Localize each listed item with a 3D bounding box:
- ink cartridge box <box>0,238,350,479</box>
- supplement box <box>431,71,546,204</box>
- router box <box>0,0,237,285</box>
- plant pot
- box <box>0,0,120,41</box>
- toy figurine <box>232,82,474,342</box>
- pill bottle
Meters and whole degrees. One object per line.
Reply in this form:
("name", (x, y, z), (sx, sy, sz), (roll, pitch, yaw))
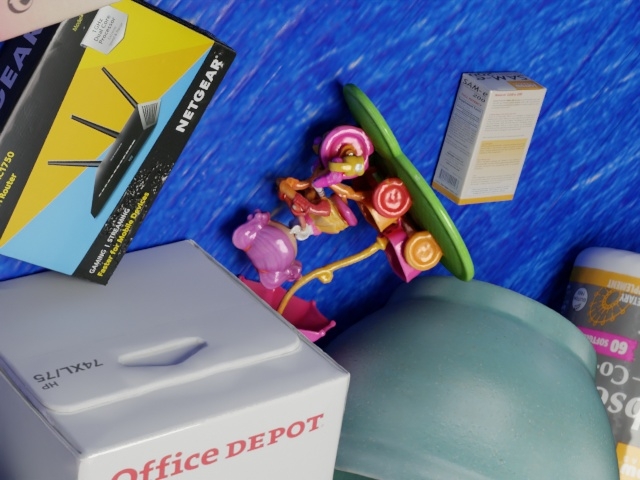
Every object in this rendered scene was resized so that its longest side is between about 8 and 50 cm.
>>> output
("ink cartridge box", (-0.128, 0.173, 1.065), (0.198, 0.197, 0.270), (-13, 125, -34))
("supplement box", (0.131, -0.080, 1.239), (0.062, 0.036, 0.098), (-5, 121, -39))
("router box", (-0.150, -0.070, 0.993), (0.133, 0.046, 0.179), (20, 103, -46))
("plant pot", (0.106, 0.151, 1.224), (0.293, 0.293, 0.196), (51, 55, -47))
("box", (-0.114, -0.218, 0.848), (0.232, 0.148, 0.127), (-23, 131, -27))
("toy figurine", (0.000, 0.000, 1.140), (0.159, 0.130, 0.173), (-34, 113, -6))
("pill bottle", (0.265, 0.157, 1.374), (0.162, 0.162, 0.278), (19, 85, -46))
